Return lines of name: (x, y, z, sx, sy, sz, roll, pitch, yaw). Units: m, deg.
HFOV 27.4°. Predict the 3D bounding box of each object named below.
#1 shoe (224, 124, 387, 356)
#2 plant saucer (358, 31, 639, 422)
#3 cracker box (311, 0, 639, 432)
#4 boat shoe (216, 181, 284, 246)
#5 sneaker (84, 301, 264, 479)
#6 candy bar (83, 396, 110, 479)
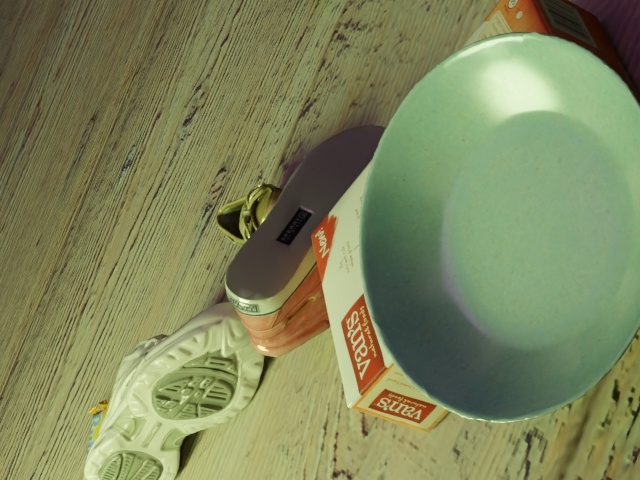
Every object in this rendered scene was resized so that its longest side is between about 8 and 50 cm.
shoe: (0.000, 0.000, 0.941, 0.063, 0.081, 0.178, 26, 63, 26)
plant saucer: (0.099, -0.006, 0.664, 0.195, 0.037, 0.195, -7, 81, 45)
cracker box: (0.090, -0.019, 0.783, 0.232, 0.067, 0.156, -52, 32, 30)
boat shoe: (-0.051, -0.017, 1.022, 0.153, 0.048, 0.056, 177, 113, -81)
sneaker: (-0.123, 0.107, 1.067, 0.232, 0.090, 0.115, -46, 30, 35)
candy bar: (-0.211, 0.223, 1.219, 0.040, 0.018, 0.161, -37, 41, 46)
